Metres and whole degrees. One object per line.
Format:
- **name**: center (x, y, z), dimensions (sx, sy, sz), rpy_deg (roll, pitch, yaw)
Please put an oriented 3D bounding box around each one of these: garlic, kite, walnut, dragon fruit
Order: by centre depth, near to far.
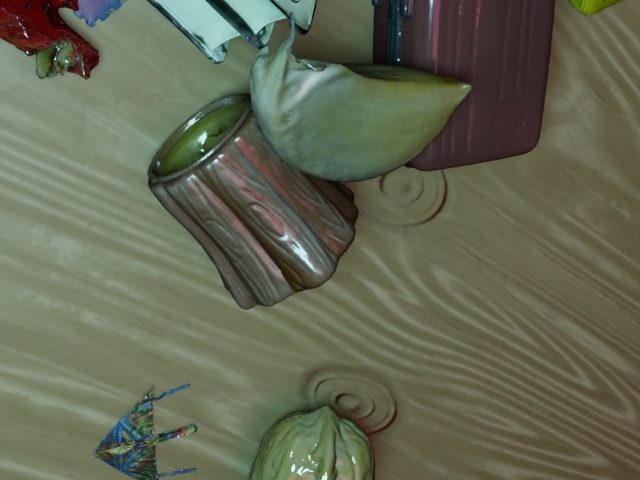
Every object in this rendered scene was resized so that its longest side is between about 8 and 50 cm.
- **garlic**: center (0.011, -0.176, 1.126), dimensions (0.196, 0.151, 0.338), rpy_deg (-33, 152, 34)
- **dragon fruit**: center (-0.338, -0.259, 1.126), dimensions (0.192, 0.092, 0.123), rpy_deg (41, 48, -37)
- **kite**: center (-0.257, 0.298, 1.439), dimensions (0.160, 0.010, 0.183), rpy_deg (-10, 116, -23)
- **walnut**: center (-0.013, 0.371, 1.491), dimensions (0.198, 0.198, 0.245), rpy_deg (9, 96, -30)

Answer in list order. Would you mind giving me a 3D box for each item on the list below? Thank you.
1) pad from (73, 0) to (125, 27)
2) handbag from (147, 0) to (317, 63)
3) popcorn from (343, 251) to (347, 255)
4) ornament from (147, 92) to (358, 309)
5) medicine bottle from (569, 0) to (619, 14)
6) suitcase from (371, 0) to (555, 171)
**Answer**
- **pad**: center (-0.250, -0.426, 1.120), dimensions (0.269, 0.012, 0.270), rpy_deg (-42, 124, -4)
- **handbag**: center (-0.153, -0.392, 1.043), dimensions (0.358, 0.160, 0.237), rpy_deg (39, 54, -41)
- **popcorn**: center (0.000, 0.003, 1.409), dimensions (0.083, 0.059, 0.068), rpy_deg (12, 106, -21)
- **ornament**: center (-0.086, -0.059, 1.251), dimensions (0.221, 0.235, 0.218), rpy_deg (-45, 117, -11)
- **medicine bottle**: center (0.481, -0.425, 1.456), dimensions (0.260, 0.064, 0.095), rpy_deg (-27, 108, -15)
- **suitcase**: center (0.191, -0.254, 1.327), dimensions (0.236, 0.161, 0.297), rpy_deg (-10, 115, -22)
